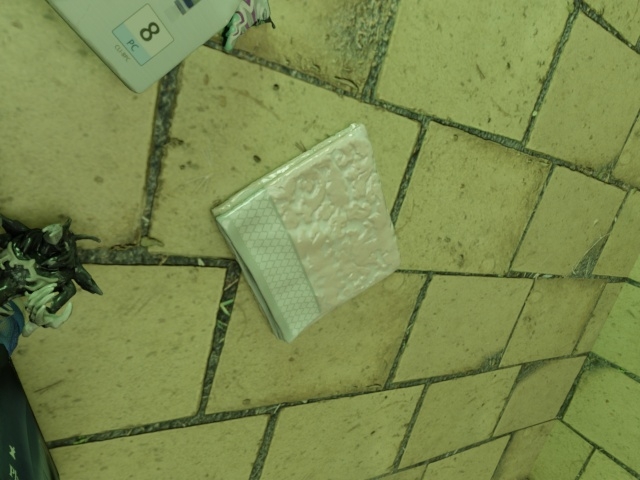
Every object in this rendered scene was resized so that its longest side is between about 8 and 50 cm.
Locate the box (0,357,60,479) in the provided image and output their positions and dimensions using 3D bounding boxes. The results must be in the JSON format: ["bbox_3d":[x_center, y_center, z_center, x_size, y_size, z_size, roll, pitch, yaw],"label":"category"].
[{"bbox_3d":[-0.433,0.338,0.534,0.182,0.294,0.297,-17,121,-29],"label":"box"}]

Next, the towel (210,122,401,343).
[{"bbox_3d":[0.000,0.000,0.821,0.317,0.053,0.332,-33,127,-17],"label":"towel"}]

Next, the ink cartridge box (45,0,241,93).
[{"bbox_3d":[-0.142,-0.380,0.428,0.385,0.091,0.308,-39,148,-2],"label":"ink cartridge box"}]

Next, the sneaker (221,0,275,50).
[{"bbox_3d":[-0.095,-0.305,0.617,0.069,0.038,0.098,12,106,-36],"label":"sneaker"}]

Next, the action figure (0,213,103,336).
[{"bbox_3d":[-0.348,0.048,0.481,0.164,0.141,0.276,43,45,-12],"label":"action figure"}]

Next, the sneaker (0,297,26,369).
[{"bbox_3d":[-0.516,0.129,0.474,0.329,0.147,0.130,-10,117,-29],"label":"sneaker"}]
